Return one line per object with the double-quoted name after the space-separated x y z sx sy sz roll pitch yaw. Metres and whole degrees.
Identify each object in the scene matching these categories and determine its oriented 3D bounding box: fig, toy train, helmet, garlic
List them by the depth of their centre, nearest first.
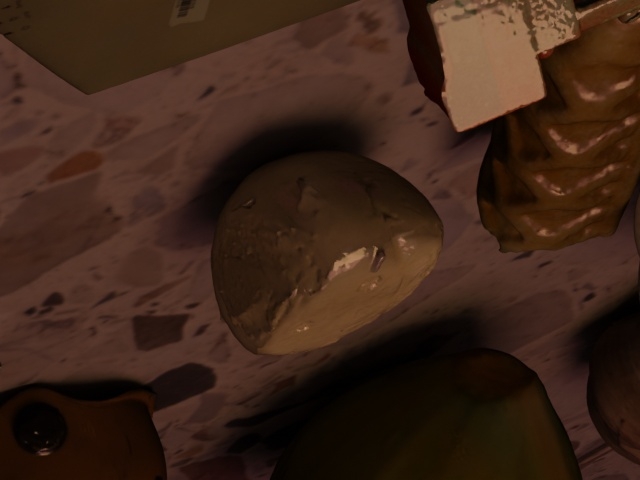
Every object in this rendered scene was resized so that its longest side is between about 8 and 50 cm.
0.112 -0.131 0.839 0.176 0.074 0.118 -22 121 -7 "toy train"
-0.187 0.189 1.228 0.224 0.130 0.198 -16 159 -21 "helmet"
0.082 0.191 1.384 0.239 0.239 0.271 0 127 -44 "fig"
0.318 0.107 1.518 0.228 0.152 0.228 -21 164 -6 "garlic"

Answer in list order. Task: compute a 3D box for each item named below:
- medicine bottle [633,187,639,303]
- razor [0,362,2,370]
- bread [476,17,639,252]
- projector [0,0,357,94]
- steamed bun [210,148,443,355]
0.263 -0.002 1.176 0.161 0.111 0.296 -65 161 3 "medicine bottle"
-0.197 0.016 0.949 0.040 0.068 0.135 -24 146 -6 "razor"
0.139 -0.085 1.001 0.098 0.087 0.269 -16 155 -11 "bread"
-0.058 -0.156 0.651 0.194 0.088 0.269 -20 156 -7 "projector"
0.000 0.000 1.044 0.112 0.091 0.130 -10 155 -35 "steamed bun"
